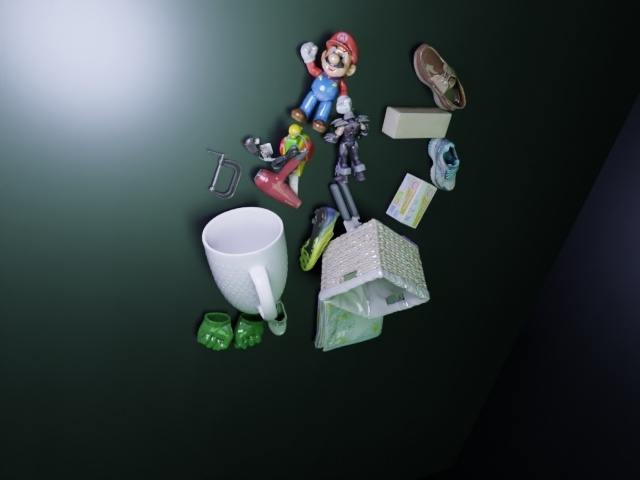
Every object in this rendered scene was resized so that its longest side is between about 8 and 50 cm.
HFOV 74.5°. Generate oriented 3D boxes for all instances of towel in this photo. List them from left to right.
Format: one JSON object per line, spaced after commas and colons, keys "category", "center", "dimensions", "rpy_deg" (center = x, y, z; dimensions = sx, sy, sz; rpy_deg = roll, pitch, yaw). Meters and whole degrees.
{"category": "towel", "center": [0.150, 0.353, 2.017], "dimensions": [0.374, 0.090, 0.321], "rpy_deg": [-10, 121, -26]}

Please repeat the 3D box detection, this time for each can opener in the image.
{"category": "can opener", "center": [0.111, -0.119, 1.748], "dimensions": [0.074, 0.093, 0.281], "rpy_deg": [-30, 119, -11]}

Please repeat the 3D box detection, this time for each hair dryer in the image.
{"category": "hair dryer", "center": [-0.133, -0.227, 1.470], "dimensions": [0.294, 0.223, 0.080], "rpy_deg": [73, 29, -42]}

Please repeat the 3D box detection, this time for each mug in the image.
{"category": "mug", "center": [-0.233, 0.118, 1.480], "dimensions": [0.275, 0.374, 0.328], "rpy_deg": [-17, 130, -17]}

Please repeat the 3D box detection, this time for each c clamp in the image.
{"category": "c clamp", "center": [-0.341, -0.222, 1.456], "dimensions": [0.137, 0.022, 0.161], "rpy_deg": [4, 112, -38]}

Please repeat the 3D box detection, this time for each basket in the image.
{"category": "basket", "center": [0.217, 0.132, 1.731], "dimensions": [0.331, 0.267, 0.328], "rpy_deg": [28, 139, -36]}

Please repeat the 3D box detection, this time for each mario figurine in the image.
{"category": "mario figurine", "center": [0.017, -0.536, 1.405], "dimensions": [0.197, 0.170, 0.321], "rpy_deg": [15, 108, -34]}

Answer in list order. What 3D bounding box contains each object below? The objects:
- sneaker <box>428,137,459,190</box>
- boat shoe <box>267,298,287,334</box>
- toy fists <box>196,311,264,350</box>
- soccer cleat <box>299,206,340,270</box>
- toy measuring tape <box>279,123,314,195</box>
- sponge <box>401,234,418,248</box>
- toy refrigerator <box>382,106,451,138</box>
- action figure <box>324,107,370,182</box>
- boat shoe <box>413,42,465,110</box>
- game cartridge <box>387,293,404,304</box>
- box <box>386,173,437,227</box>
{"category": "sneaker", "center": [0.558, -0.325, 1.870], "dimensions": [0.110, 0.122, 0.283], "rpy_deg": [-35, 128, -10]}
{"category": "boat shoe", "center": [-0.187, 0.334, 1.812], "dimensions": [0.083, 0.076, 0.227], "rpy_deg": [-23, 125, -19]}
{"category": "toy fists", "center": [-0.361, 0.378, 1.721], "dimensions": [0.278, 0.096, 0.143], "rpy_deg": [6, 113, -34]}
{"category": "soccer cleat", "center": [0.001, 0.000, 1.734], "dimensions": [0.121, 0.093, 0.290], "rpy_deg": [6, 112, -39]}
{"category": "toy measuring tape", "center": [-0.082, -0.283, 1.537], "dimensions": [0.121, 0.121, 0.330], "rpy_deg": [-22, 141, -19]}
{"category": "sponge", "center": [0.342, 0.071, 1.959], "dimensions": [0.210, 0.117, 0.031], "rpy_deg": [-39, 127, -6]}
{"category": "toy refrigerator", "center": [0.388, -0.479, 1.707], "dimensions": [0.269, 0.094, 0.102], "rpy_deg": [-8, 126, -26]}
{"category": "action figure", "center": [0.105, -0.365, 1.600], "dimensions": [0.185, 0.099, 0.285], "rpy_deg": [-12, 117, -17]}
{"category": "boat shoe", "center": [0.483, -0.639, 1.657], "dimensions": [0.324, 0.116, 0.123], "rpy_deg": [35, 94, -39]}
{"category": "game cartridge", "center": [0.360, 0.194, 2.017], "dimensions": [0.297, 0.062, 0.198], "rpy_deg": [-54, 128, -23]}
{"category": "box", "center": [0.403, -0.176, 1.864], "dimensions": [0.103, 0.114, 0.203], "rpy_deg": [18, 104, -37]}
